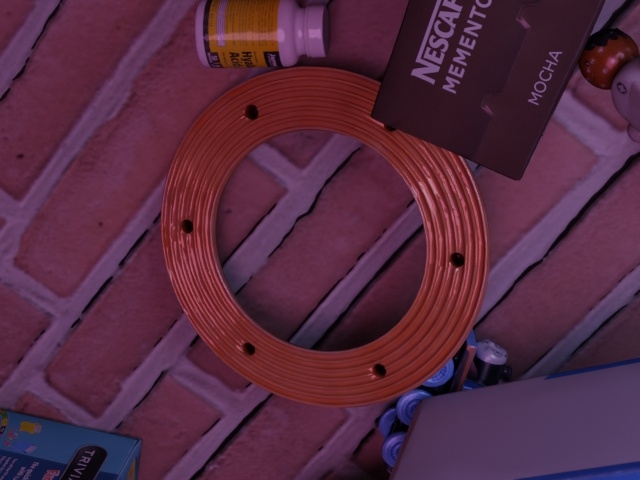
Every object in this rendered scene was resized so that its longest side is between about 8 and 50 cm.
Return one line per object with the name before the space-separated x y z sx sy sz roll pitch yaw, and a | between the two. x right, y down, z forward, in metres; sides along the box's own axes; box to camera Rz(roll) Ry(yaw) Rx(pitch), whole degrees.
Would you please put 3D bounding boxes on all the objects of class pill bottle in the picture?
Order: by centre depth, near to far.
pill bottle | -0.052 -0.191 1.003 0.116 0.065 0.065 0 111 9

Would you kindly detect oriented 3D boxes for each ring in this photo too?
ring | 0.000 0.000 1.057 0.336 0.032 0.337 5 104 20

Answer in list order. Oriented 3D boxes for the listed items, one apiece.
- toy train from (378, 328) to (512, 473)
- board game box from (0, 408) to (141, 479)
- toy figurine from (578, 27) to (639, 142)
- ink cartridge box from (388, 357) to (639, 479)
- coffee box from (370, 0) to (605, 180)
toy train | 0.126 0.167 1.113 0.105 0.080 0.184 15 109 -6
board game box | -0.387 0.270 1.136 0.336 0.254 0.079 12 114 4
toy figurine | 0.327 -0.164 0.877 0.209 0.213 0.148 -56 51 26
ink cartridge box | 0.273 0.322 1.001 0.285 0.166 0.395 -16 112 29
coffee box | 0.155 -0.197 0.821 0.119 0.297 0.168 25 126 7
